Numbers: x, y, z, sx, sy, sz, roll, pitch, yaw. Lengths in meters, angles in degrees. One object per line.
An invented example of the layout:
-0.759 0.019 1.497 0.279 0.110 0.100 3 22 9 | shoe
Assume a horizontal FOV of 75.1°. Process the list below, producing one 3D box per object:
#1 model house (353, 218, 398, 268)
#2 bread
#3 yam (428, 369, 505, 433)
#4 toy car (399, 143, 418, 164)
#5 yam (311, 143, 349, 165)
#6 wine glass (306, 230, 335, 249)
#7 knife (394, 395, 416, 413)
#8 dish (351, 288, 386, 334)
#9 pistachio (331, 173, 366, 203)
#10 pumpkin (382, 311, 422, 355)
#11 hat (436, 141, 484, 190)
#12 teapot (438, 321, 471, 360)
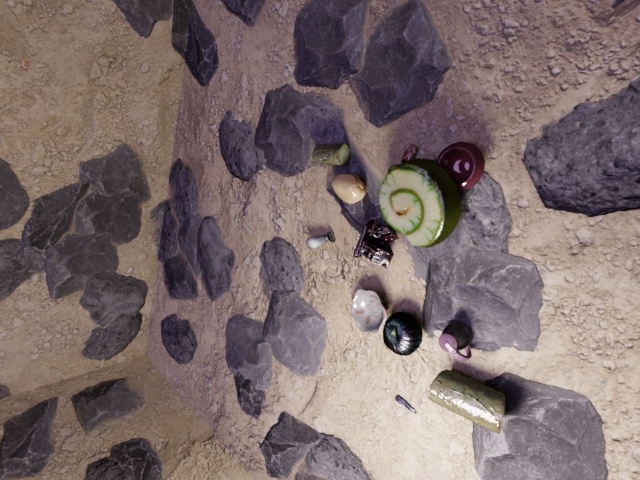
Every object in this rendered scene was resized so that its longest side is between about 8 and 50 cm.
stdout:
0.272 0.017 1.942 0.164 0.141 0.203 33 113 44 | model house
0.415 -0.152 1.763 0.366 0.129 0.382 -6 102 57 | bread
0.611 0.652 1.706 0.304 0.168 0.168 15 104 38 | yam
0.391 -0.369 1.862 0.059 0.035 0.122 31 112 30 | toy car
0.045 -0.436 2.105 0.194 0.107 0.107 12 103 40 | yam
0.000 0.000 2.213 0.155 0.072 0.072 -19 83 39 | wine glass
0.407 0.787 1.991 0.121 0.018 0.031 35 109 31 | knife
0.254 0.341 2.028 0.229 0.081 0.230 8 101 48 | dish
0.132 -0.254 2.042 0.200 0.117 0.145 20 112 38 | pistachio
0.375 0.424 1.898 0.202 0.140 0.202 -12 75 53 | pumpkin
0.568 -0.298 1.685 0.205 0.089 0.206 2 93 44 | hat
0.557 0.427 1.738 0.116 0.146 0.148 -11 88 40 | teapot
